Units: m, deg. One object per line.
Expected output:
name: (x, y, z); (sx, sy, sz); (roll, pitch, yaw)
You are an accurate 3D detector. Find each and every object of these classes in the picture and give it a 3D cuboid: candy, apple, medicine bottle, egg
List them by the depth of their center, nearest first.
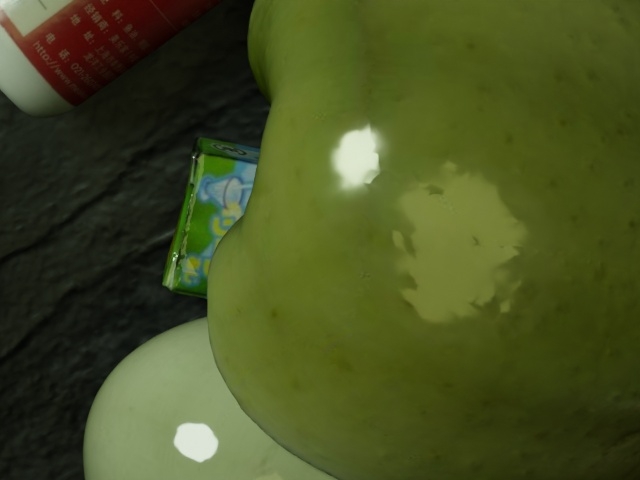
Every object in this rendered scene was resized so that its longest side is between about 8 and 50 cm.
apple: (0.121, -0.026, 1.158); (0.360, 0.312, 0.320); (13, 116, -19)
medicine bottle: (-0.109, -0.191, 1.161); (0.250, 0.131, 0.131); (-36, 104, 4)
egg: (-0.024, 0.159, 1.210); (0.269, 0.219, 0.219); (37, 97, -10)
candy: (0.000, 0.000, 1.254); (0.194, 0.062, 0.097); (12, 101, -8)
